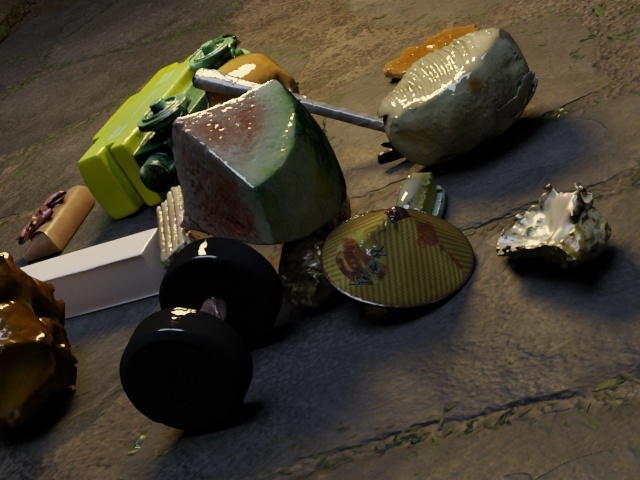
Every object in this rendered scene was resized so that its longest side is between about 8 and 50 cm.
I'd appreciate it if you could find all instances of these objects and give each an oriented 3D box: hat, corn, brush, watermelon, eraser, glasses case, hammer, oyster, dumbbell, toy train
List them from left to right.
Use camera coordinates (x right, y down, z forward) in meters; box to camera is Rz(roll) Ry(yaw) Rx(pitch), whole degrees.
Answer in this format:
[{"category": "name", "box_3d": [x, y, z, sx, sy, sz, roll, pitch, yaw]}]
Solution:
[{"category": "glasses case", "box_3d": [-0.498, -0.039, 2.271, 0.102, 0.070, 0.193, -18, 25, 21]}, {"category": "eraser", "box_3d": [-0.369, 0.064, 1.924, 0.298, 0.076, 0.078, -16, 27, 24]}, {"category": "toy train", "box_3d": [-0.266, -0.209, 2.276, 0.272, 0.179, 0.442, -19, 25, 31]}, {"category": "dumbbell", "box_3d": [-0.141, 0.111, 1.508, 0.152, 0.152, 0.218, -16, 26, 21]}, {"category": "watermelon", "box_3d": [-0.080, -0.080, 1.658, 0.232, 0.193, 0.310, 9, 40, 11]}, {"category": "hammer", "box_3d": [-0.015, -0.220, 1.999, 0.427, 0.044, 0.152, 18, 45, 23]}, {"category": "corn", "box_3d": [0.000, 0.000, 1.683, 0.092, 0.092, 0.280, -19, 21, 16]}, {"category": "hat", "box_3d": [0.092, -0.008, 1.518, 0.193, 0.082, 0.193, -3, 38, 2]}, {"category": "brush", "box_3d": [0.117, -0.019, 1.628, 0.068, 0.060, 0.297, -14, 26, 19]}, {"category": "oyster", "box_3d": [0.278, -0.011, 1.454, 0.133, 0.072, 0.209, -43, 8, -20]}]

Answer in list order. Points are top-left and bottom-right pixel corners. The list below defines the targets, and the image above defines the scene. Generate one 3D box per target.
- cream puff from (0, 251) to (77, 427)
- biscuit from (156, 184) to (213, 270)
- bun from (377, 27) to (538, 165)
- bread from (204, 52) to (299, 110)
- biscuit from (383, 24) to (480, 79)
[{"category": "cream puff", "box_3d": [-0.429, 0.137, 1.685, 0.155, 0.241, 0.269, -31, 53, 4]}, {"category": "biscuit", "box_3d": [-0.184, 0.006, 1.818, 0.062, 0.108, 0.239, -45, 22, 11]}, {"category": "bun", "box_3d": [0.208, -0.207, 1.822, 0.239, 0.141, 0.239, -31, 23, 15]}, {"category": "bread", "box_3d": [-0.093, -0.235, 2.157, 0.133, 0.174, 0.251, -12, 23, 23]}, {"category": "biscuit", "box_3d": [0.199, -0.336, 2.232, 0.184, 0.027, 0.133, -39, 26, -30]}]
